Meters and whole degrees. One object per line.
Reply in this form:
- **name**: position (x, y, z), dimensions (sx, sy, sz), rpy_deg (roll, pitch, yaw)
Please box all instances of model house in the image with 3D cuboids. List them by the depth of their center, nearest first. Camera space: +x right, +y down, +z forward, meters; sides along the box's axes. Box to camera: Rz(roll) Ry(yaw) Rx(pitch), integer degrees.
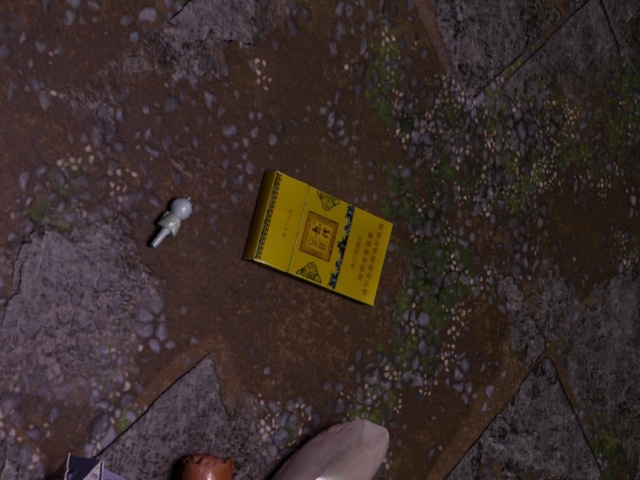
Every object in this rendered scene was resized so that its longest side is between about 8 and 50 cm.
- **model house**: position (-0.322, 0.356, 1.639), dimensions (0.167, 0.117, 0.088), rpy_deg (36, 64, -32)

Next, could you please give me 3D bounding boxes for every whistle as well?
- **whistle**: position (-0.226, -0.028, 1.772), dimensions (0.035, 0.035, 0.100), rpy_deg (49, 62, -30)

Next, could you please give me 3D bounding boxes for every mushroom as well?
- **mushroom**: position (-0.020, 0.414, 1.889), dimensions (0.350, 0.128, 0.128), rpy_deg (-44, 117, -27)

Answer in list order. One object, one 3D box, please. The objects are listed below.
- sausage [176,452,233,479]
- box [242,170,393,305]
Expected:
- **sausage**: position (-0.188, 0.534, 1.766), dimensions (0.094, 0.094, 0.419), rpy_deg (13, 79, -62)
- **box**: position (0.001, 0.000, 1.967), dimensions (0.279, 0.041, 0.153), rpy_deg (23, 76, -39)
